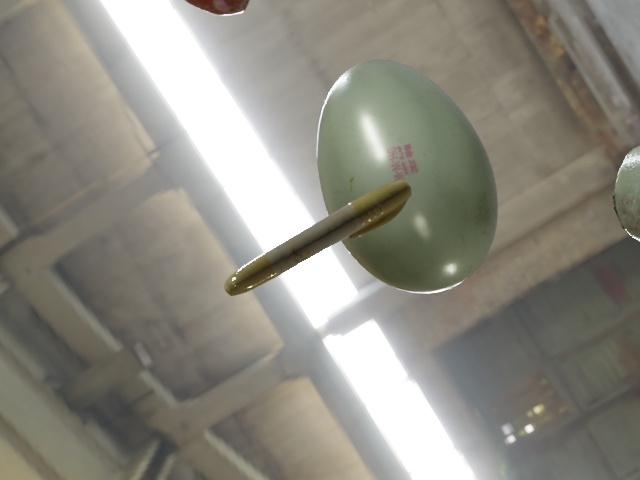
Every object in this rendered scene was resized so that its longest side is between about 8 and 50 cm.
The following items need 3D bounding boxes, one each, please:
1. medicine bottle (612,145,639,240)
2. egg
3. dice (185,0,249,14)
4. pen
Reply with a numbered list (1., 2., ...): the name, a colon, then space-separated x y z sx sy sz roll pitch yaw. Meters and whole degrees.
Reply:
1. medicine bottle: 0.488 -0.062 1.735 0.143 0.147 0.147 4 136 54
2. egg: 0.110 -0.095 1.778 0.230 0.230 0.370 46 -161 -53
3. dice: -0.109 -0.312 1.448 0.094 0.091 0.093 24 -119 -8
4. pen: 0.000 0.000 1.408 0.032 0.233 0.040 37 154 61
